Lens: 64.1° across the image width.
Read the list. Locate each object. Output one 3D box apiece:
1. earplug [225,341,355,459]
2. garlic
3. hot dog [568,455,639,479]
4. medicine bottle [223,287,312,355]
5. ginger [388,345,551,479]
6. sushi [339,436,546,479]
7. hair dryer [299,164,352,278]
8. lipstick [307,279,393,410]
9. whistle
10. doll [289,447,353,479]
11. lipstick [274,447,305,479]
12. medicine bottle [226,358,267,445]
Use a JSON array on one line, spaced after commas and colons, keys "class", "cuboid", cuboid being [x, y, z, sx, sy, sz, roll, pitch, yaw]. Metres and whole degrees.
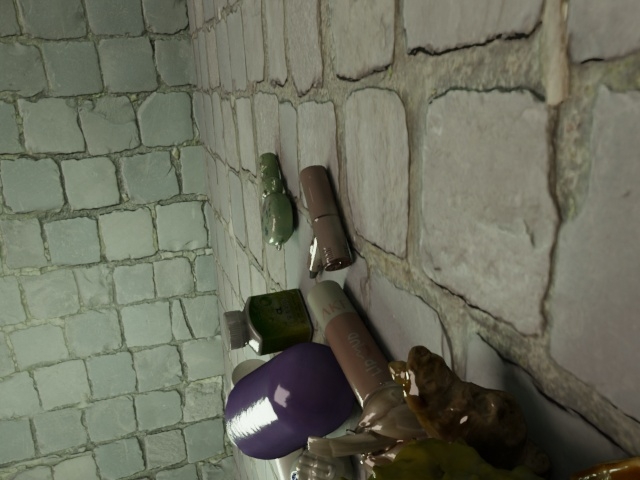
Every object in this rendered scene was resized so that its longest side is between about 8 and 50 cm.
[{"class": "earplug", "cuboid": [-0.064, 0.334, 1.066, 0.456, 0.215, 0.215, 125, 134, -60]}, {"class": "garlic", "cuboid": [0.083, 0.244, 0.622, 0.127, 0.194, 0.131, 125, 133, -82]}, {"class": "hot dog", "cuboid": [0.234, 0.193, 0.384, 0.133, 0.041, 0.056, 101, 162, -57]}, {"class": "medicine bottle", "cuboid": [-0.128, 0.196, 1.203, 0.088, 0.188, 0.132, 104, 151, -48]}, {"class": "ginger", "cuboid": [0.147, 0.263, 0.521, 0.166, 0.080, 0.333, -2, 104, 31]}, {"class": "sushi", "cuboid": [0.132, 0.355, 0.311, 0.396, 0.240, 0.351, 4, 100, 50]}, {"class": "hair dryer", "cuboid": [-0.003, -0.010, 0.993, 0.220, 0.054, 0.195, 109, 149, -66]}, {"class": "lipstick", "cuboid": [0.050, 0.167, 0.853, 0.254, 0.070, 0.070, -123, 31, -51]}, {"class": "whistle", "cuboid": [-0.109, -0.094, 1.230, 0.126, 0.067, 0.258, 129, 135, -57]}, {"class": "doll", "cuboid": [-0.009, 0.500, 1.099, 0.138, 0.119, 0.293, -58, -2, -27]}, {"class": "lipstick", "cuboid": [-0.072, 0.611, 1.369, 0.327, 0.087, 0.087, -117, 26, -44]}, {"class": "medicine bottle", "cuboid": [-0.218, 0.523, 1.636, 0.170, 0.170, 0.293, -119, 27, -46]}]
